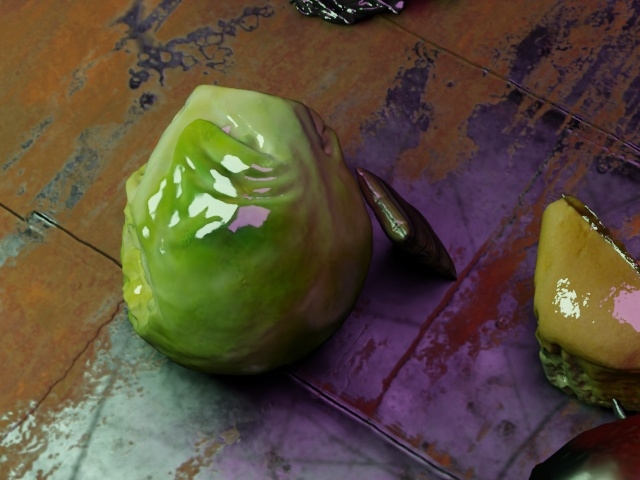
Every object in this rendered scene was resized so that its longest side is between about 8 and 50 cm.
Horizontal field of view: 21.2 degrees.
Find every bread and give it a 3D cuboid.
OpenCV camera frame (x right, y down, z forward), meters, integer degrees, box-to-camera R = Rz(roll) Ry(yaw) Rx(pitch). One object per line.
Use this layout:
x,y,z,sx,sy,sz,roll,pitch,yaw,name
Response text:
0.320,0.086,1.934,0.163,0.204,0.262,-36,56,-10,bread

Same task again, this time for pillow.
0.101,-0.017,2.010,0.038,0.203,0.113,-37,64,8,pillow

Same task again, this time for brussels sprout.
-0.096,-0.014,1.944,0.344,0.268,0.344,-2,81,16,brussels sprout

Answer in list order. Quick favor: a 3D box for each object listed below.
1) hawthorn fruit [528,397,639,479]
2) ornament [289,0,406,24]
0.350,0.321,1.767,0.316,0.316,0.316,0,60,-1,hawthorn fruit
0.063,-0.385,2.276,0.260,0.106,0.251,42,75,11,ornament
